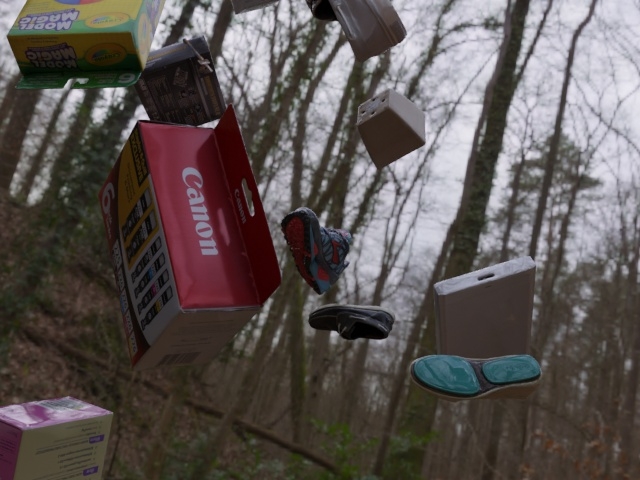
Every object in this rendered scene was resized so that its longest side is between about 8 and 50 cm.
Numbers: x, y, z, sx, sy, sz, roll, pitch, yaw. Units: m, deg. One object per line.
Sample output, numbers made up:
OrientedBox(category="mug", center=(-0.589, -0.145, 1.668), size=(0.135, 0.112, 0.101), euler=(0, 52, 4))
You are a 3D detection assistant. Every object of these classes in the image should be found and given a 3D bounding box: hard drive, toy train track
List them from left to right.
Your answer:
OrientedBox(category="toy train track", center=(-0.246, -0.364, 1.488), size=(0.014, 0.083, 0.048), euler=(-37, 4, 22))
OrientedBox(category="hard drive", center=(0.337, 0.178, 1.545), size=(0.203, 0.040, 0.307), euler=(-16, -48, -6))

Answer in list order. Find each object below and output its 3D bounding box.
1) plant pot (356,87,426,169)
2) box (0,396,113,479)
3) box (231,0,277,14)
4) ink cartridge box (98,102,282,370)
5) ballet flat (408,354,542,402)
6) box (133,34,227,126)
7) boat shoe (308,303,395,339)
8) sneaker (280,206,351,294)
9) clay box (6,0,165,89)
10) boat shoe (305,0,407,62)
OrientedBox(category="plant pot", center=(0.127, -0.219, 1.416), size=(0.109, 0.109, 0.096), euler=(-27, -56, 28))
OrientedBox(category="box", center=(-0.493, 0.410, 1.293), size=(0.117, 0.242, 0.213), euler=(11, 1, 26))
OrientedBox(category="box", center=(-0.157, -0.587, 1.734), size=(0.101, 0.101, 0.087), euler=(-20, 14, -17))
OrientedBox(category="ink cartridge box", center=(-0.200, -0.009, 1.087), size=(0.130, 0.309, 0.272), euler=(0, -31, -35))
OrientedBox(category="ballet flat", center=(0.256, 0.241, 1.269), size=(0.249, 0.086, 0.086), euler=(3, -14, -16))
OrientedBox(category="box", center=(-0.323, -0.346, 1.720), size=(0.183, 0.056, 0.231), euler=(-21, -28, -6))
OrientedBox(category="boat shoe", center=(0.070, 0.212, 1.911), size=(0.233, 0.079, 0.084), euler=(0, -43, 24))
OrientedBox(category="sneaker", center=(0.000, 0.000, 1.567), size=(0.104, 0.125, 0.261), euler=(45, -17, 29))
OrientedBox(category="clay box", center=(-0.240, -0.241, 0.795), size=(0.128, 0.222, 0.053), euler=(-1, -44, 3))
OrientedBox(category="boat shoe", center=(0.017, -0.239, 0.732), size=(0.063, 0.184, 0.066), euler=(-34, -28, 6))
